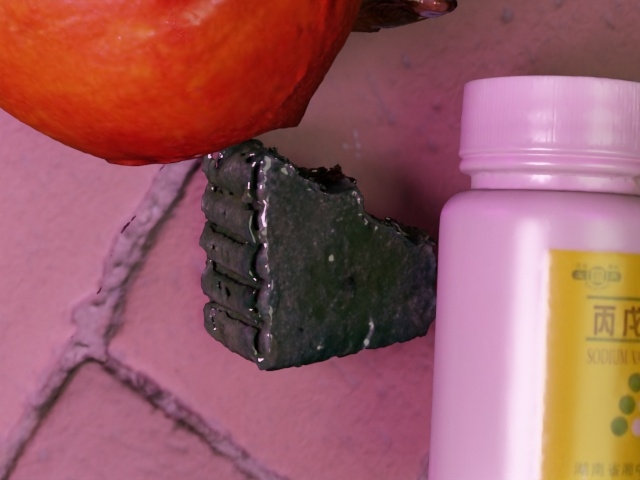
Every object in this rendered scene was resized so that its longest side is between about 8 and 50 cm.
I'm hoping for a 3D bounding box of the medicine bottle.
[{"bbox_3d":[0.205,0.055,1.689,0.213,0.213,0.379,3,88,-34],"label":"medicine bottle"}]

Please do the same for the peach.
[{"bbox_3d":[-0.129,-0.234,1.433,0.372,0.290,0.373,-11,111,-31],"label":"peach"}]

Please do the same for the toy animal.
[{"bbox_3d":[0.057,-0.212,1.643,0.188,0.179,0.089,-8,109,-59],"label":"toy animal"}]

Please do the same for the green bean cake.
[{"bbox_3d":[0.000,0.000,1.686,0.208,0.107,0.193,-9,103,-33],"label":"green bean cake"}]
